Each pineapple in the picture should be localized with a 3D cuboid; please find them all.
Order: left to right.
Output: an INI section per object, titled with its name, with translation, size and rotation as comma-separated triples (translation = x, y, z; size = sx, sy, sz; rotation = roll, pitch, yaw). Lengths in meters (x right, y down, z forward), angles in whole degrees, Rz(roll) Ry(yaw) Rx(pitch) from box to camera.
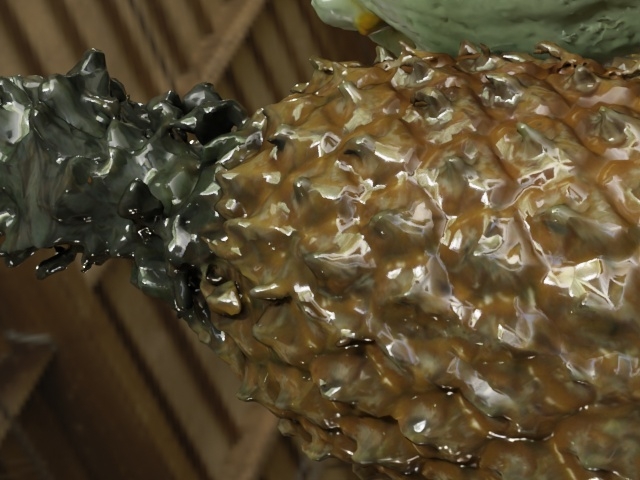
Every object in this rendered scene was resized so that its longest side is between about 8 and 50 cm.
[pineapple]
translation = 0.000, 0.000, 0.734
size = 0.202, 0.362, 0.202
rotation = 12, -90, -79

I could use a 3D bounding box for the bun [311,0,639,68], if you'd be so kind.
[bun]
translation = 0.059, -0.175, 0.795
size = 0.283, 0.179, 0.283
rotation = 54, 174, 9
